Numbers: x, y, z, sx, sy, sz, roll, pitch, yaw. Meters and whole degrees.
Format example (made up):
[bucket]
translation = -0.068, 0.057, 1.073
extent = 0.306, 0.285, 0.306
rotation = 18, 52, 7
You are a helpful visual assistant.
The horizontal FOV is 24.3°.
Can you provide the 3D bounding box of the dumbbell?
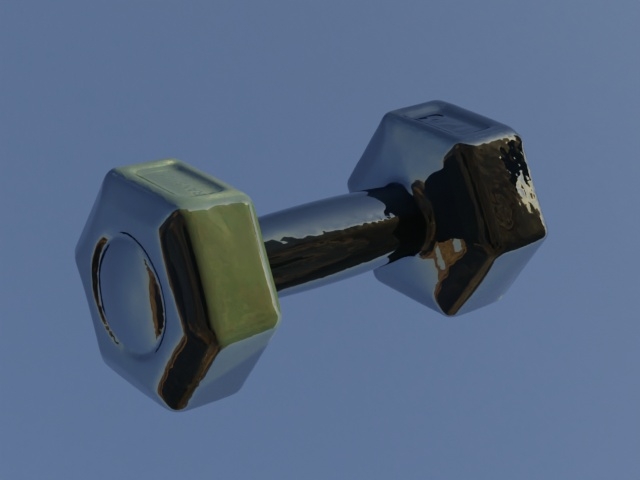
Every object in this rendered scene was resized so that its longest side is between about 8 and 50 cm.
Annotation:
[dumbbell]
translation = 0.000, 0.001, 0.998
extent = 0.316, 0.143, 0.156
rotation = -16, -90, -37
